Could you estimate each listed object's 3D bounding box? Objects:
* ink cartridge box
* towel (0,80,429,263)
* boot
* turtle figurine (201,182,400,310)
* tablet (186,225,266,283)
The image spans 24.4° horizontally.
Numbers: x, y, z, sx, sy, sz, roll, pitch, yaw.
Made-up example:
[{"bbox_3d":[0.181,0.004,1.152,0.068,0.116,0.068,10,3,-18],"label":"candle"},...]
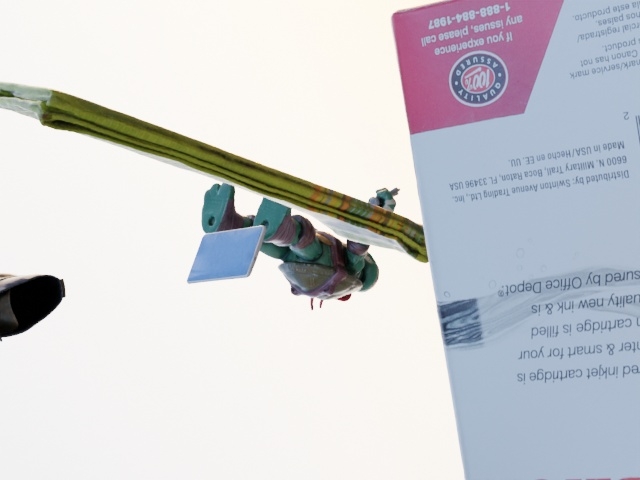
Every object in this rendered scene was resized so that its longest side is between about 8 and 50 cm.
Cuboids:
[{"bbox_3d":[0.141,0.003,0.622,0.100,0.172,0.237,-13,-86,-55],"label":"ink cartridge box"},{"bbox_3d":[-0.056,-0.035,0.770,0.237,0.102,0.021,19,-94,-33],"label":"towel"},{"bbox_3d":[-0.349,0.066,1.425,0.219,0.106,0.082,-21,-83,-55],"label":"boot"},{"bbox_3d":[0.000,0.000,1.477,0.234,0.175,0.118,20,-118,-48],"label":"turtle figurine"},{"bbox_3d":[-0.086,0.014,1.353,0.006,0.083,0.054,39,-122,-37],"label":"tablet"}]
